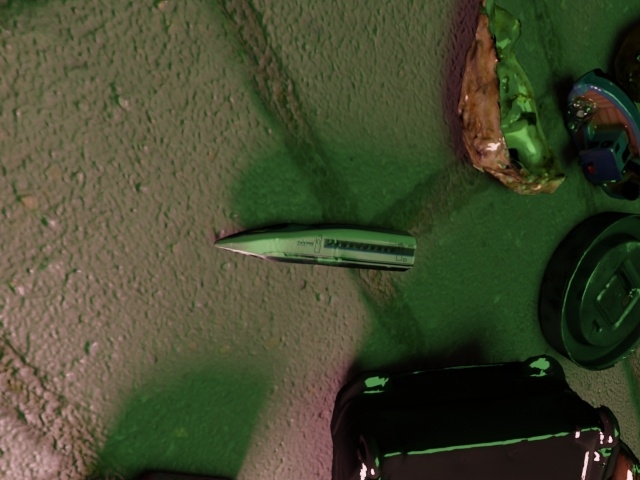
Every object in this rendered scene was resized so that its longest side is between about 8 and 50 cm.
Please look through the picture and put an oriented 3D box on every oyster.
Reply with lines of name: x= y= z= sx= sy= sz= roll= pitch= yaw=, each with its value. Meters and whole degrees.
oyster: x=0.236 y=-0.188 z=0.698 sx=0.166 sy=0.094 sz=0.294 roll=-24 pitch=105 yaw=-40

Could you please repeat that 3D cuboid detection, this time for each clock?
clock: x=0.487 y=0.086 z=0.912 sx=0.281 sy=0.055 sz=0.280 roll=-8 pitch=108 yaw=-26

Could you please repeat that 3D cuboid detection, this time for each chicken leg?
chicken leg: x=0.528 y=-0.320 z=0.787 sx=0.107 sy=0.087 sz=0.251 roll=27 pitch=98 yaw=-29

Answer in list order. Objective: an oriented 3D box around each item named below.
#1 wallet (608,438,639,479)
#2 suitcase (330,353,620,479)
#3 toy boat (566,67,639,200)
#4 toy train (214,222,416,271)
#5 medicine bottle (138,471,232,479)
wallet: x=0.362 y=0.288 z=0.791 sx=0.031 sy=0.255 sz=0.137 roll=-9 pitch=109 yaw=-15
suitcase: x=0.189 y=0.335 z=0.716 sx=0.346 sy=0.188 sz=0.339 roll=-5 pitch=109 yaw=-9
toy boat: x=0.413 y=-0.144 z=0.784 sx=0.097 sy=0.100 sz=0.223 roll=-51 pitch=120 yaw=-22
toy train: x=0.000 y=0.001 z=0.634 sx=0.252 sy=0.055 sz=0.048 roll=6 pitch=102 yaw=-29
medicine bottle: x=-0.181 y=0.338 z=0.613 sx=0.188 sy=0.094 sz=0.119 roll=22 pitch=91 yaw=-31
